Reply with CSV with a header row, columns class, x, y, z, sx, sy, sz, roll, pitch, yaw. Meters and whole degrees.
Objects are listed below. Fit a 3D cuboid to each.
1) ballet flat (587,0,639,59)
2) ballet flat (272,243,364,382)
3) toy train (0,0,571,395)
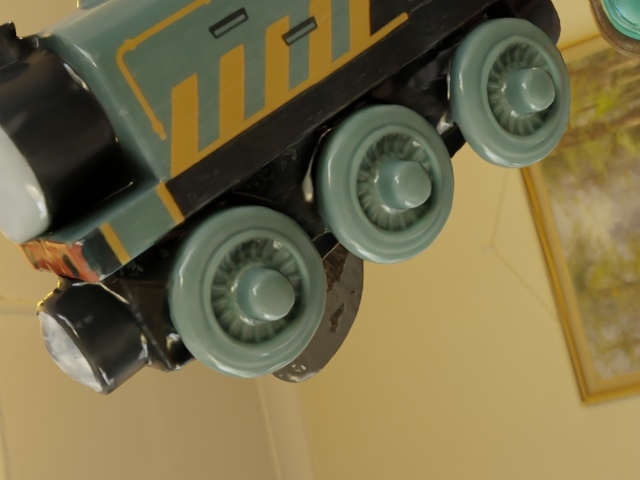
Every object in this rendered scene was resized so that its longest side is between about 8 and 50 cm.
class,x,y,z,sx,sy,sz,roll,pitch,yaw
ballet flat,0.250,-0.271,0.731,0.124,0.116,0.342,45,-133,-69
ballet flat,0.000,0.000,0.888,0.084,0.058,0.249,13,-90,-18
toy train,-0.017,-0.075,0.504,0.334,0.142,0.190,-37,-70,-23
